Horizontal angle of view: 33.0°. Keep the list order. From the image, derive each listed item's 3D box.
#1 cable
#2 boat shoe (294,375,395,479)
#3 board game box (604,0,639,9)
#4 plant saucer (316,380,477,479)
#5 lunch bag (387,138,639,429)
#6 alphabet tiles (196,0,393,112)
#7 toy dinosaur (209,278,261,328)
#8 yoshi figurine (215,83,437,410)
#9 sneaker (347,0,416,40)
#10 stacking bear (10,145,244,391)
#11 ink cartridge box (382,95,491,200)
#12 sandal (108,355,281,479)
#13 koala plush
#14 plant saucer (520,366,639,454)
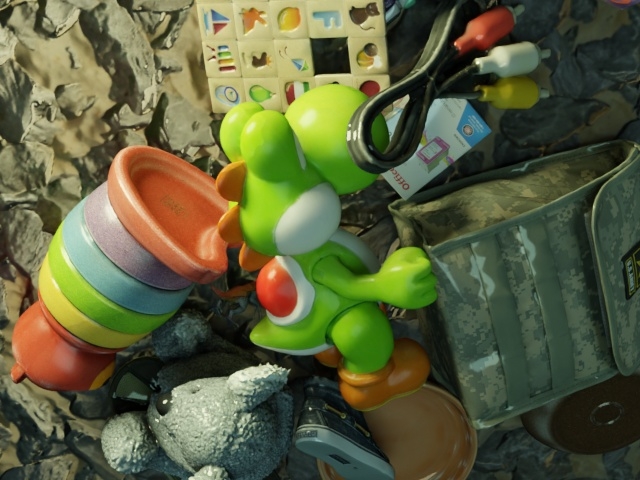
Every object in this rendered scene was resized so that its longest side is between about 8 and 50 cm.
[{"bbox_3d":[0.126,-0.166,1.054,0.072,0.287,0.139,-11,103,45],"label":"cable"},{"bbox_3d":[0.037,0.225,1.267,0.065,0.083,0.183,-11,147,30],"label":"boat shoe"},{"bbox_3d":[0.179,-0.380,1.006,0.347,0.056,0.208,22,80,-14],"label":"board game box"},{"bbox_3d":[0.093,0.251,1.338,0.200,0.037,0.200,-2,115,-3],"label":"plant saucer"},{"bbox_3d":[0.251,0.039,1.185,0.287,0.169,0.235,-20,115,-8],"label":"lunch bag"},{"bbox_3d":[-0.033,-0.241,1.080,0.198,0.009,0.237,2,116,17],"label":"alphabet tiles"},{"bbox_3d":[-0.081,0.062,1.214,0.047,0.082,0.090,29,146,19],"label":"toy dinosaur"},{"bbox_3d":[0.026,-0.011,1.107,0.204,0.203,0.362,-4,133,23],"label":"yoshi figurine"},{"bbox_3d":[0.093,-0.297,1.065,0.224,0.083,0.098,-36,108,12],"label":"sneaker"},{"bbox_3d":[-0.227,0.053,1.158,0.164,0.175,0.289,41,115,-2],"label":"stacking bear"},{"bbox_3d":[0.107,-0.116,1.163,0.122,0.052,0.088,-39,112,14],"label":"ink cartridge box"},{"bbox_3d":[-0.140,0.263,1.300,0.120,0.086,0.302,-35,96,-13],"label":"sandal"},{"bbox_3d":[-0.105,0.193,1.152,0.203,0.221,0.196,27,81,-12],"label":"koala plush"},{"bbox_3d":[0.343,0.200,1.313,0.199,0.036,0.198,-4,129,-5],"label":"plant saucer"}]
